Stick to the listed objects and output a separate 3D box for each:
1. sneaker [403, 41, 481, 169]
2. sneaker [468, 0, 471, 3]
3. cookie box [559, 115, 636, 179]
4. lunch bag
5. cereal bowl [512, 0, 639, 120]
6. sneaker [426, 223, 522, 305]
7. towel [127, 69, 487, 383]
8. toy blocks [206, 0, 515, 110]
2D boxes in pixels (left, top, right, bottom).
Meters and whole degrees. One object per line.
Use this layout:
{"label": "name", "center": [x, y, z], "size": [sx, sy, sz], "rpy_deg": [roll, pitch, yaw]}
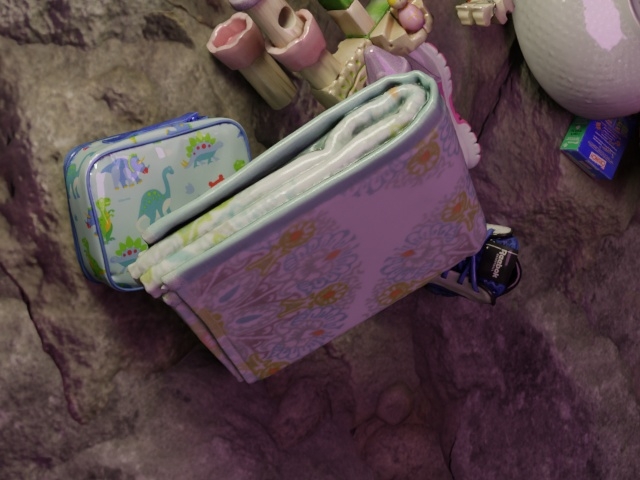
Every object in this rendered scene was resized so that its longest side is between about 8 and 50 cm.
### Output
{"label": "sneaker", "center": [0.117, -0.167, 1.544], "size": [0.111, 0.103, 0.252], "rpy_deg": [-44, 118, -25]}
{"label": "sneaker", "center": [0.227, -0.387, 1.632], "size": [0.067, 0.064, 0.175], "rpy_deg": [23, 77, -16]}
{"label": "cookie box", "center": [0.427, -0.161, 1.806], "size": [0.092, 0.040, 0.107], "rpy_deg": [35, 75, -32]}
{"label": "lunch bag", "center": [-0.179, -0.050, 1.352], "size": [0.219, 0.090, 0.176], "rpy_deg": [-21, 109, -32]}
{"label": "cereal bowl", "center": [0.443, -0.350, 1.709], "size": [0.339, 0.141, 0.338], "rpy_deg": [1, 88, -36]}
{"label": "sneaker", "center": [0.156, 0.002, 1.545], "size": [0.316, 0.182, 0.127], "rpy_deg": [21, 82, -36]}
{"label": "towel", "center": [0.000, 0.000, 1.330], "size": [0.374, 0.090, 0.320], "rpy_deg": [-30, 150, 0]}
{"label": "toy blocks", "center": [0.024, -0.322, 1.328], "size": [0.288, 0.309, 0.260], "rpy_deg": [-56, 129, -17]}
